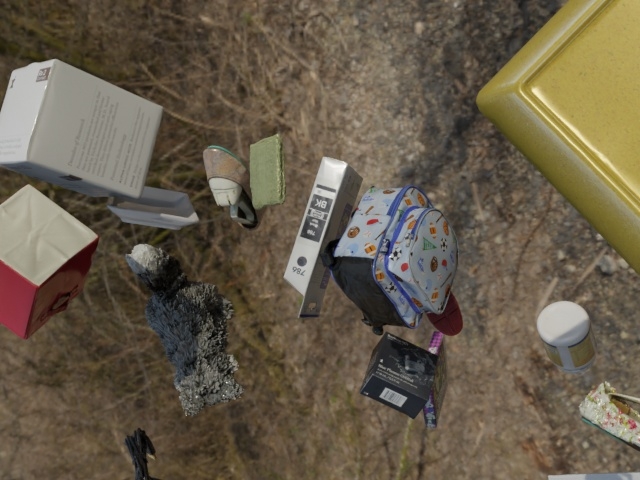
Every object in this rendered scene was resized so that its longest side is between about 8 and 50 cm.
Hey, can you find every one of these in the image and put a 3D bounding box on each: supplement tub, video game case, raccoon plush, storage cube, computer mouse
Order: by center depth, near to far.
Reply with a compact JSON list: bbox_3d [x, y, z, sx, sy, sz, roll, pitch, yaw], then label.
[{"bbox_3d":[-0.312,0.481,1.289,0.184,0.060,0.262,-127,15,-55],"label":"computer mouse"},{"bbox_3d":[-0.588,0.043,1.377,0.215,0.183,0.193,36,133,2],"label":"storage cube"},{"bbox_3d":[-0.366,0.251,1.735,0.446,0.216,0.299,44,-158,-48],"label":"raccoon plush"},{"bbox_3d":[0.715,0.284,1.977,0.144,0.144,0.199,42,170,47],"label":"supplement tub"},{"bbox_3d":[0.368,0.444,2.205,0.042,0.232,0.210,1,120,22],"label":"video game case"}]

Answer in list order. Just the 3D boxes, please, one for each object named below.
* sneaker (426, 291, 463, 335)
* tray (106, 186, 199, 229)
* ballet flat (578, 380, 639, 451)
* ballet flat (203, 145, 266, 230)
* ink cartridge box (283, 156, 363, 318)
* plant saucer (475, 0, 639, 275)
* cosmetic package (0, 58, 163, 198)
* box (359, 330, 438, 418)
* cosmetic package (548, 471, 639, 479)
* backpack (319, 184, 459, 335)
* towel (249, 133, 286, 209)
[{"bbox_3d":[0.288,0.119,1.648,0.087,0.128,0.221,-32,78,26],"label":"sneaker"},{"bbox_3d":[-0.298,-0.061,1.202,0.270,0.145,0.030,-139,58,-70],"label":"tray"},{"bbox_3d":[0.497,0.286,1.025,0.241,0.091,0.077,28,97,50],"label":"ballet flat"},{"bbox_3d":[-0.217,-0.118,1.757,0.316,0.108,0.106,54,-137,-57],"label":"ballet flat"},{"bbox_3d":[0.000,0.000,1.461,0.065,0.165,0.332,17,88,15],"label":"ink cartridge box"},{"bbox_3d":[0.386,-0.174,0.769,0.333,0.081,0.333,-46,69,21],"label":"plant saucer"},{"bbox_3d":[-0.366,-0.159,1.027,0.151,0.184,0.151,4,80,45],"label":"cosmetic package"},{"bbox_3d":[0.202,0.342,1.750,0.156,0.158,0.093,25,131,0],"label":"box"},{"bbox_3d":[0.771,0.740,1.748,0.377,0.097,0.284,-34,53,55],"label":"cosmetic package"},{"bbox_3d":[0.155,0.019,1.384,0.213,0.263,0.276,-3,142,27],"label":"backpack"},{"bbox_3d":[-0.110,-0.143,1.436,0.110,0.027,0.148,-8,84,50],"label":"towel"}]
